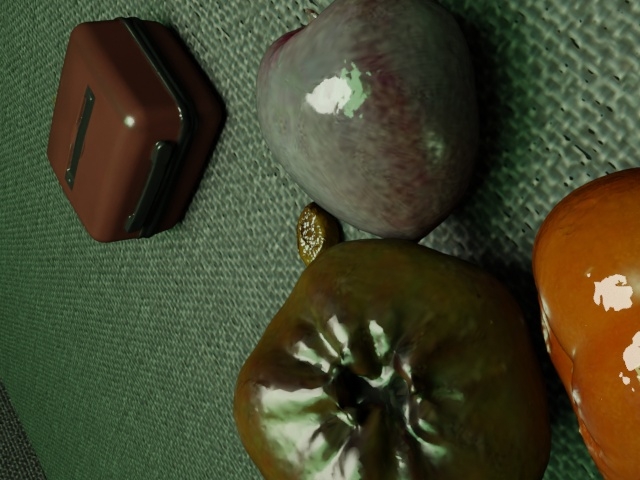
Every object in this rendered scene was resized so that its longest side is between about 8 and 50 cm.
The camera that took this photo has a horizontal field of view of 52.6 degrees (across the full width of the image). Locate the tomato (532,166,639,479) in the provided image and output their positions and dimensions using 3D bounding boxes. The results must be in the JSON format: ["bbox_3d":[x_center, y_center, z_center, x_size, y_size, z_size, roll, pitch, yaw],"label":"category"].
[{"bbox_3d":[0.240,0.070,0.408,0.180,0.260,0.260,-23,84,17],"label":"tomato"}]

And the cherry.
[{"bbox_3d":[0.042,-0.122,0.590,0.213,0.183,0.266,-7,101,60],"label":"cherry"}]

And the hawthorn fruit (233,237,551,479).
[{"bbox_3d":[0.069,0.148,0.600,0.267,0.301,0.268,-6,69,15],"label":"hawthorn fruit"}]

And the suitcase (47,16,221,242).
[{"bbox_3d":[-0.288,-0.158,0.975,0.236,0.161,0.297,54,135,20],"label":"suitcase"}]

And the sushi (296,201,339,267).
[{"bbox_3d":[0.000,0.000,0.790,0.050,0.047,0.099,1,86,37],"label":"sushi"}]
